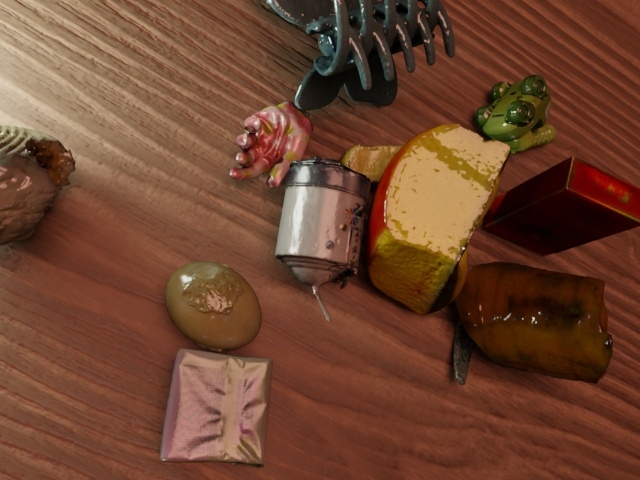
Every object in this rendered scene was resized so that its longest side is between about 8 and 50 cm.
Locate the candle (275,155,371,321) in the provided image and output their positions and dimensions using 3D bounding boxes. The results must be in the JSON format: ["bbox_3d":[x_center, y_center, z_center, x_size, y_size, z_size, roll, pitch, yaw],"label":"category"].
[{"bbox_3d":[0.000,0.000,1.112,0.188,0.187,0.329,11,81,-14],"label":"candle"}]

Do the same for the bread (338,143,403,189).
[{"bbox_3d":[0.163,-0.173,1.264,0.246,0.094,0.101,-4,86,-17],"label":"bread"}]

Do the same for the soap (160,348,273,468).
[{"bbox_3d":[-0.197,0.315,0.998,0.182,0.138,0.199,9,73,-16],"label":"soap"}]

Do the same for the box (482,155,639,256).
[{"bbox_3d":[0.549,-0.067,1.229,0.198,0.313,0.089,22,70,-10],"label":"box"}]

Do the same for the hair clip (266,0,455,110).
[{"bbox_3d":[0.095,-0.444,1.131,0.319,0.239,0.391,-27,118,-27],"label":"hair clip"}]

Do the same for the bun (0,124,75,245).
[{"bbox_3d":[-0.597,-0.090,0.938,0.282,0.281,0.204,10,107,-14],"label":"bun"}]

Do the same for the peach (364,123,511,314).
[{"bbox_3d":[0.228,-0.041,1.139,0.243,0.306,0.379,20,84,12],"label":"peach"}]

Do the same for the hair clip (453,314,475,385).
[{"bbox_3d":[0.342,0.229,1.238,0.066,0.036,0.229,28,62,-14],"label":"hair clip"}]

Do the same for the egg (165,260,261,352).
[{"bbox_3d":[-0.206,0.127,1.033,0.202,0.164,0.164,40,68,-8],"label":"egg"}]

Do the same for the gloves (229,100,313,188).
[{"bbox_3d":[-0.121,-0.207,1.173,0.241,0.126,0.145,-43,119,-25],"label":"gloves"}]

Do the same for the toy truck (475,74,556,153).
[{"bbox_3d":[0.520,-0.310,1.388,0.187,0.148,0.210,-38,114,-24],"label":"toy truck"}]

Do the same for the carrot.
[{"bbox_3d":[0.486,0.178,1.189,0.242,0.341,0.241,-12,106,-49],"label":"carrot"}]
